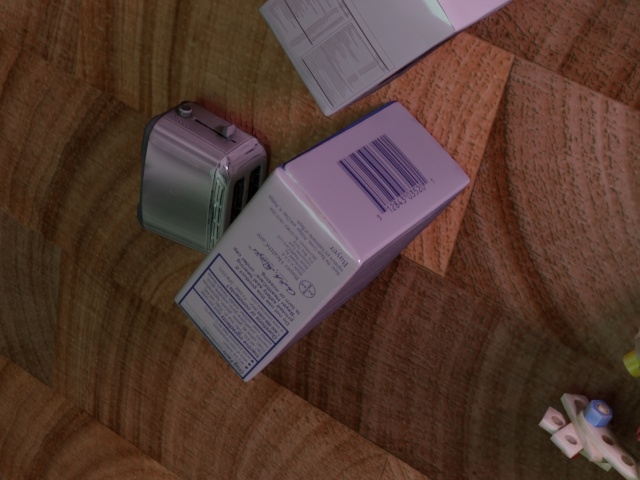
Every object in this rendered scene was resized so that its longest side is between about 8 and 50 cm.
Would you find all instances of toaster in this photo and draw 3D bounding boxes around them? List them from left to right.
[{"bbox_3d":[-0.167,-0.074,1.615,0.146,0.129,0.227,26,125,21],"label":"toaster"}]

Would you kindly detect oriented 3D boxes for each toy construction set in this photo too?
[{"bbox_3d":[0.393,0.195,1.321,0.215,0.151,0.327,24,139,-5],"label":"toy construction set"}]

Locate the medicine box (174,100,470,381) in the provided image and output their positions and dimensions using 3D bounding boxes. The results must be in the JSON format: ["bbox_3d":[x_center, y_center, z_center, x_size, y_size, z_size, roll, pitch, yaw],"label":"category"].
[{"bbox_3d":[0.000,0.000,1.435,0.149,0.263,0.289,49,132,6],"label":"medicine box"}]

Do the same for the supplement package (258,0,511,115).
[{"bbox_3d":[0.084,-0.270,1.271,0.203,0.194,0.149,-29,95,43],"label":"supplement package"}]
